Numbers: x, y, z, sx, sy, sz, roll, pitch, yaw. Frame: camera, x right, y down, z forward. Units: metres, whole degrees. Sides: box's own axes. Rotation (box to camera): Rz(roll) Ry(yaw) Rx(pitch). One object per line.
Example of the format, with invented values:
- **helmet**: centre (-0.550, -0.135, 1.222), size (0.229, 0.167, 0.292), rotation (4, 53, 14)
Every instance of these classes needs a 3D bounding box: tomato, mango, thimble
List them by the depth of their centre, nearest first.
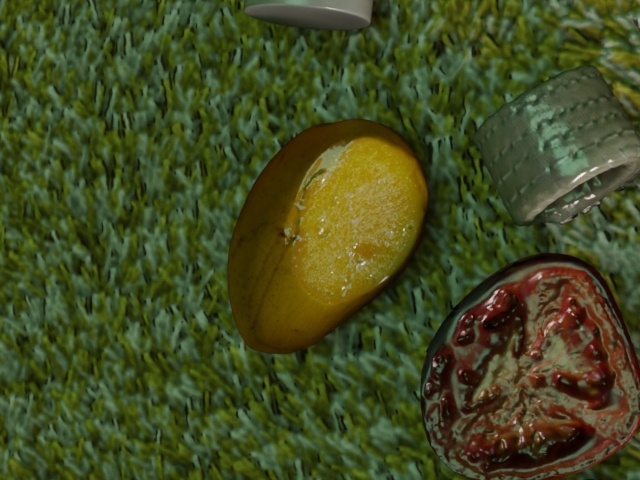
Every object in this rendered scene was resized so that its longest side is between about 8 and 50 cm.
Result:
- **thimble**: centre (0.187, -0.071, 1.316), size (0.115, 0.102, 0.090), rotation (-42, 70, 44)
- **tomato**: centre (0.161, 0.103, 1.319), size (0.174, 0.082, 0.166), rotation (-22, 84, 14)
- **mango**: centre (0.001, -0.001, 1.386), size (0.141, 0.102, 0.217), rotation (30, 100, -3)

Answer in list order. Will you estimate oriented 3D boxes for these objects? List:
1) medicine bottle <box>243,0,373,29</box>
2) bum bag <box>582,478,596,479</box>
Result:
- **medicine bottle**: centre (0.001, -0.306, 1.391), size (0.131, 0.131, 0.250), rotation (4, 87, 22)
- **bum bag**: centre (0.164, 0.310, 1.304), size (0.142, 0.080, 0.326), rotation (41, 100, 16)
